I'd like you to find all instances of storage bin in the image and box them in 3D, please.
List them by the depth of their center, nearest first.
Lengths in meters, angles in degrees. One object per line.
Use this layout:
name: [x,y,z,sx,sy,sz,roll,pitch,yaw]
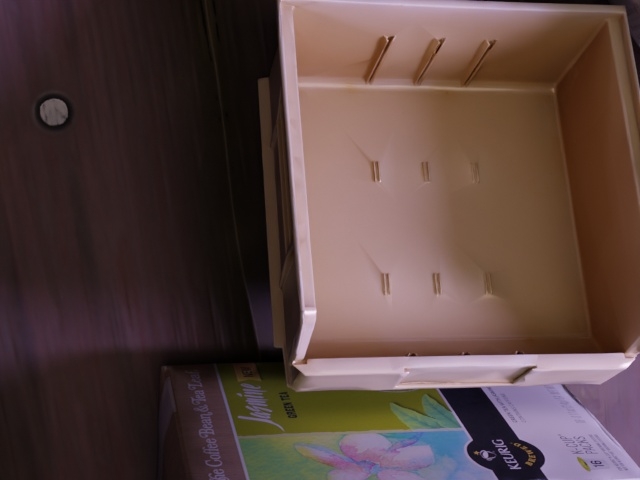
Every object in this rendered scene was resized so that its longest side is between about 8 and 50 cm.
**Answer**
storage bin: [0.095,-0.031,0.896,0.262,0.123,0.261,0,70,-12]

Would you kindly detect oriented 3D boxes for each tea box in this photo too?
tea box: [0.037,0.281,0.946,0.323,0.220,0.329,1,108,-13]

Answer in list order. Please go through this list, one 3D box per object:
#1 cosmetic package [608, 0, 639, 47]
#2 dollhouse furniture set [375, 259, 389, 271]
cosmetic package: [0.315,-0.236,0.892,0.217,0.156,0.385,-33,92,-2]
dollhouse furniture set: [0.000,0.000,0.964,0.091,0.081,0.114,-45,108,1]
